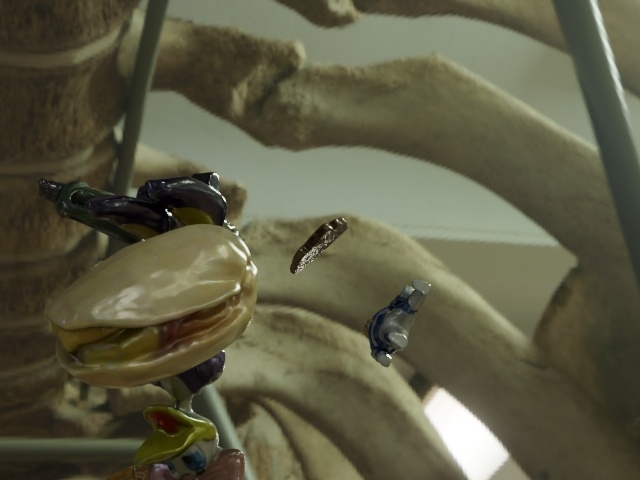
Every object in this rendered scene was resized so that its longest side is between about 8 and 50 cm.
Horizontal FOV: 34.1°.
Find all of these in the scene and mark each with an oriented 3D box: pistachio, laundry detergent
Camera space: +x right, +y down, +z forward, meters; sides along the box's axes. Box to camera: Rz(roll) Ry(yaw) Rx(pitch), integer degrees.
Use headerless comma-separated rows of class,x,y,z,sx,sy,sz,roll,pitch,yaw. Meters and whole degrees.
pistachio,-0.146,0.059,0.926,0.200,0.145,0.117,-28,-57,-29
laundry detergent,-0.413,-0.060,1.888,0.221,0.144,0.078,22,-77,-2

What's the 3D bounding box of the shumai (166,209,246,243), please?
shumai,-0.187,0.016,1.444,0.161,0.153,0.209,36,-10,-6

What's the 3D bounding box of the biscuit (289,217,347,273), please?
biscuit,0.000,0.000,1.618,0.130,0.019,0.119,-32,-15,-50

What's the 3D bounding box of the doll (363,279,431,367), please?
doll,0.094,0.122,1.422,0.057,0.114,0.227,20,-16,-1

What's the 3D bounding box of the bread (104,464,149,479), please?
bread,-0.257,0.409,1.701,0.236,0.120,0.198,-27,-7,3

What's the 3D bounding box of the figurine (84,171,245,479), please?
figurine,-0.170,0.128,1.237,0.154,0.421,0.193,-6,-12,22
